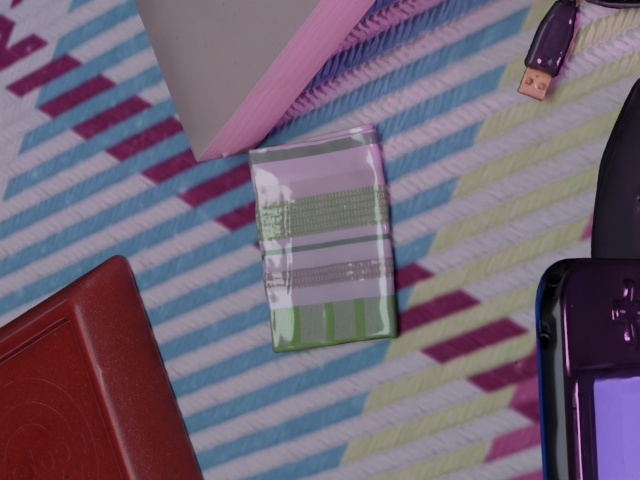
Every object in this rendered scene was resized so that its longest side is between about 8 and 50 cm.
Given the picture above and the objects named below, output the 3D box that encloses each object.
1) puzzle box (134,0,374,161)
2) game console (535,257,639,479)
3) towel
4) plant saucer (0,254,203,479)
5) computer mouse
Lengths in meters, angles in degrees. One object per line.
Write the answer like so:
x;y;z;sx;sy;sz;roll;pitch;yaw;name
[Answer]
-0.035;-0.263;1.291;0.409;0.052;0.272;-45;61;54;puzzle box
0.254;0.151;1.041;0.173;0.250;0.293;-6;85;38;game console
0.000;0.000;1.375;0.113;0.023;0.152;-10;83;37;towel
-0.215;0.179;1.519;0.258;0.047;0.259;-31;72;33;plant saucer
0.189;-0.060;1.212;0.184;0.060;0.262;20;101;35;computer mouse
